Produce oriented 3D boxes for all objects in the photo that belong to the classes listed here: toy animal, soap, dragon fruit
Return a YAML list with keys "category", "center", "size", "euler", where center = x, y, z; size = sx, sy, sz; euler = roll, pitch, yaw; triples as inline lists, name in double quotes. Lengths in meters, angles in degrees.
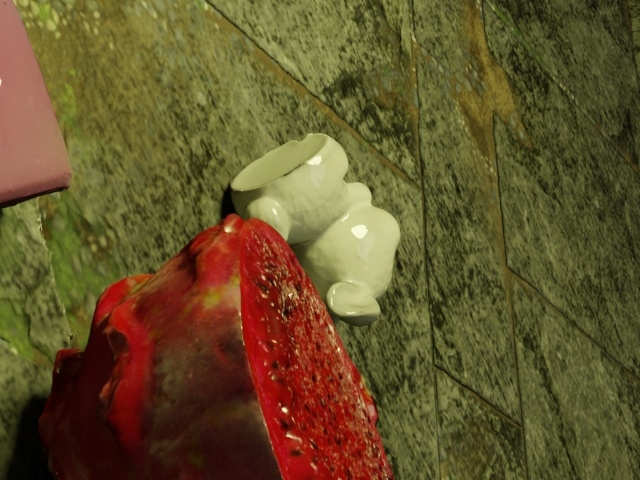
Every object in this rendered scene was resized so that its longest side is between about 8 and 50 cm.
- category: "toy animal"
  center: [-0.007, -0.002, 1.500]
  size: [0.178, 0.127, 0.193]
  euler: [-42, 111, -58]
- category: "soap"
  center: [-0.305, -0.096, 1.063]
  size: [0.259, 0.081, 0.181]
  euler: [-21, 92, -62]
- category: "dragon fruit"
  center: [-0.076, 0.184, 1.146]
  size: [0.371, 0.249, 0.386]
  euler: [-72, 141, -72]
